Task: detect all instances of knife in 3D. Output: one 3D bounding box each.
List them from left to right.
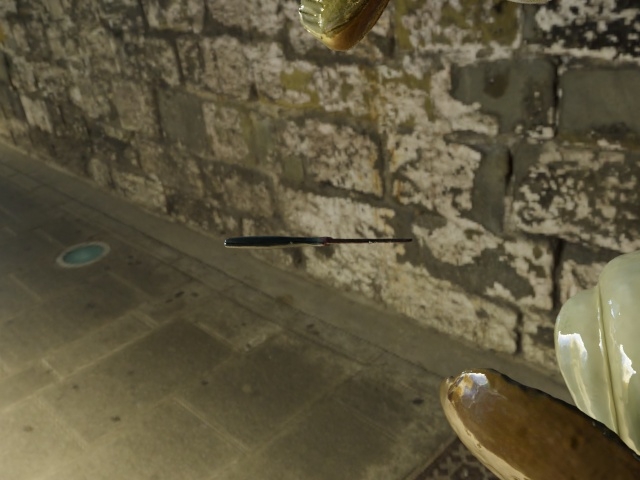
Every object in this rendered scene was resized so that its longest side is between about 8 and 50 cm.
[{"bbox_3d":[0.000,0.000,0.866,0.247,0.018,0.035,-2,-3,-6],"label":"knife"}]

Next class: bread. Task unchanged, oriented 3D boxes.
[{"bbox_3d":[0.062,-0.414,1.047,0.106,0.236,0.140,31,11,12],"label":"bread"}]

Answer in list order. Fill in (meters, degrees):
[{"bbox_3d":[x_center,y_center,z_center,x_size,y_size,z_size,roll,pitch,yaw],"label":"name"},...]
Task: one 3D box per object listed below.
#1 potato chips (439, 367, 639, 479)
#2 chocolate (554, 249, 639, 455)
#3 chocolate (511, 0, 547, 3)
[{"bbox_3d":[0.193,0.193,0.605,0.201,0.150,0.049,40,49,11],"label":"potato chips"},{"bbox_3d":[0.422,0.156,0.714,0.296,0.314,0.326,-17,42,15],"label":"chocolate"},{"bbox_3d":[0.240,-0.341,0.724,0.221,0.147,0.221,0,66,1],"label":"chocolate"}]
